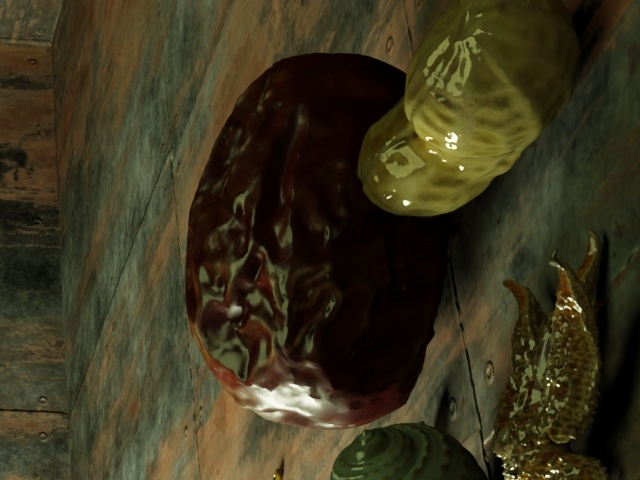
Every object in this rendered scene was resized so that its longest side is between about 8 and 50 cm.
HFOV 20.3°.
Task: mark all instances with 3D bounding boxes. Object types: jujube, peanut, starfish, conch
[{"bbox_3d":[-0.001,0.001,1.814,0.276,0.276,0.377,145,139,-68],"label":"jujube"},{"bbox_3d":[0.127,-0.118,1.587,0.305,0.147,0.147,123,146,-61],"label":"peanut"},{"bbox_3d":[0.192,0.136,1.441,0.301,0.084,0.294,164,107,-76],"label":"starfish"},{"bbox_3d":[0.101,0.250,1.629,0.131,0.200,0.172,-48,16,12],"label":"conch"}]

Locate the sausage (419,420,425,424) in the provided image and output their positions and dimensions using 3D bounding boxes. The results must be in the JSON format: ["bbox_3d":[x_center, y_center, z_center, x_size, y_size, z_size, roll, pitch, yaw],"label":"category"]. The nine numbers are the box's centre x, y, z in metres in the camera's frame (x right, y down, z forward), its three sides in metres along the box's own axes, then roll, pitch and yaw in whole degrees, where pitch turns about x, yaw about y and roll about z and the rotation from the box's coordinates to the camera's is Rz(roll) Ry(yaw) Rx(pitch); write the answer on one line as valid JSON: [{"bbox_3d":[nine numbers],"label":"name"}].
[{"bbox_3d":[0.097,0.235,1.801,0.031,0.031,0.107,-170,84,-72],"label":"sausage"}]

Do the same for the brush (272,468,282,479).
[{"bbox_3d":[-0.071,0.368,2.334,0.043,0.014,0.170,-113,33,-58],"label":"brush"}]
